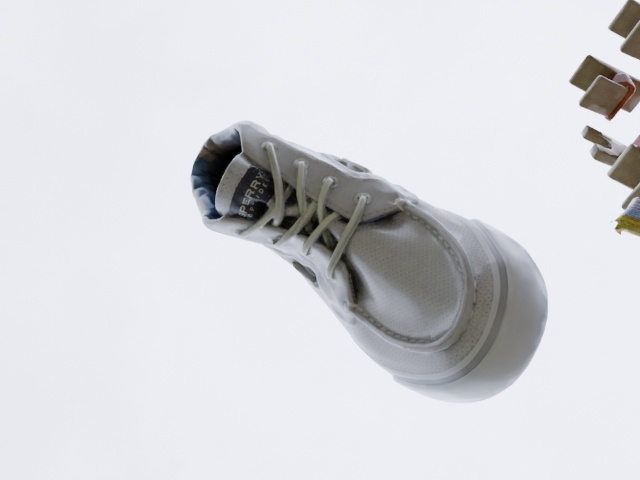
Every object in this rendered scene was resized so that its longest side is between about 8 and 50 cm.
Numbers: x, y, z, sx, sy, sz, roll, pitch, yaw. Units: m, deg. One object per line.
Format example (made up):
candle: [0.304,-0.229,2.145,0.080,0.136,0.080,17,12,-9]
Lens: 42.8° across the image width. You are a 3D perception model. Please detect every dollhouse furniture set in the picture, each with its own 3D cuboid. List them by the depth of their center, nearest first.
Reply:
dollhouse furniture set: [0.395,-0.162,0.827,0.135,0.262,0.259,22,-54,-13]

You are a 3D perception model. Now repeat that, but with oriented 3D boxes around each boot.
boot: [0.000,0.000,0.437,0.123,0.258,0.095,24,-87,-25]

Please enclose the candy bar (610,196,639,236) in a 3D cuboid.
candy bar: [0.304,0.004,0.629,0.161,0.018,0.040,26,-112,34]
